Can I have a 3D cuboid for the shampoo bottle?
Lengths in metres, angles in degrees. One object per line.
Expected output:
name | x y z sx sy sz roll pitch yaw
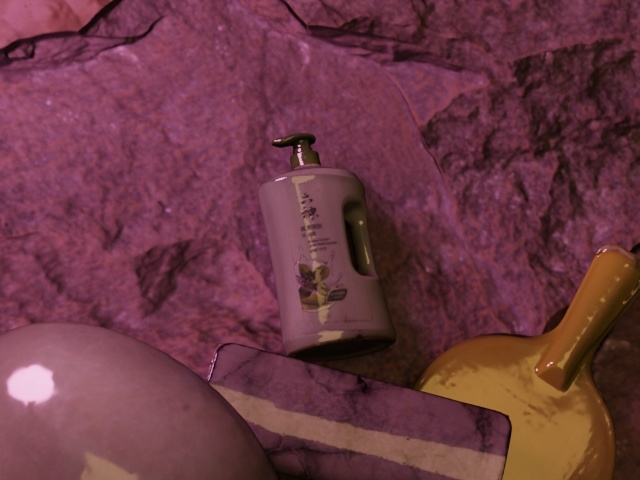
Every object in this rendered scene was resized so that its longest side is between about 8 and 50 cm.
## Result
shampoo bottle | 0.000 0.000 1.359 0.118 0.087 0.234 -4 72 -24

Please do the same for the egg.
egg | -0.182 0.224 1.164 0.258 0.258 0.352 -42 86 -20

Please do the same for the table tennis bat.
table tennis bat | 0.225 0.157 1.376 0.224 0.054 0.368 34 73 3

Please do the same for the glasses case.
glasses case | 0.030 0.188 1.301 0.299 0.060 0.114 13 73 1
